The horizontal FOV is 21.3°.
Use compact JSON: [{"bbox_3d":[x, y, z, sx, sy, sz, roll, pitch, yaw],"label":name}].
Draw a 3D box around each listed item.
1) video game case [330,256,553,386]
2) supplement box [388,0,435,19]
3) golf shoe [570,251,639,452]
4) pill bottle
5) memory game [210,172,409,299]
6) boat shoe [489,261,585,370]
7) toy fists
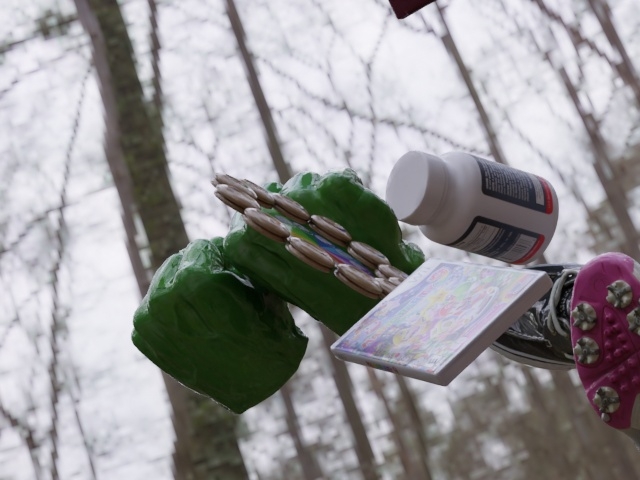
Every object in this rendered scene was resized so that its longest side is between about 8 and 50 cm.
[{"bbox_3d":[0.066,0.043,0.956,0.087,0.011,0.122,-41,20,-19],"label":"video game case"},{"bbox_3d":[0.128,-0.253,1.311,0.104,0.081,0.188,-20,12,47],"label":"supplement box"},{"bbox_3d":[0.338,0.148,1.614,0.115,0.306,0.140,-25,-2,40],"label":"golf shoe"},{"bbox_3d":[0.168,-0.042,1.909,0.180,0.108,0.108,16,-41,-31],"label":"pill bottle"},{"bbox_3d":[0.000,0.000,1.240,0.186,0.186,0.012,20,-76,-54],"label":"memory game"},{"bbox_3d":[0.291,0.071,1.785,0.335,0.121,0.119,1,-17,37],"label":"boat shoe"},{"bbox_3d":[-0.047,0.035,1.451,0.142,0.096,0.279,37,-52,-23],"label":"toy fists"}]
